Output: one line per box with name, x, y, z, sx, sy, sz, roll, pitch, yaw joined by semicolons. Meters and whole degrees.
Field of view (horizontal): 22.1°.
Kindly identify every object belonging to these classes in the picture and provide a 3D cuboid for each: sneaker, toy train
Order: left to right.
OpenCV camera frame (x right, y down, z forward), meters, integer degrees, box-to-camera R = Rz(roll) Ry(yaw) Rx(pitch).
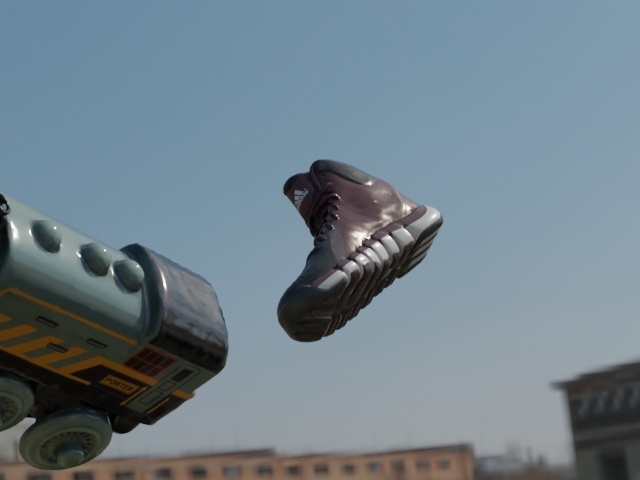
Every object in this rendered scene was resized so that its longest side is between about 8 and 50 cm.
toy train;-0.226;0.060;1.262;0.190;0.142;0.334;-36;-41;20
sneaker;0.000;0.000;1.785;0.281;0.162;0.106;-31;-25;-51
